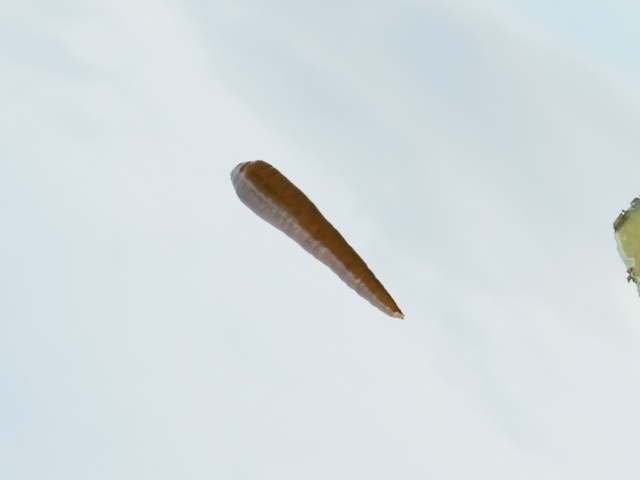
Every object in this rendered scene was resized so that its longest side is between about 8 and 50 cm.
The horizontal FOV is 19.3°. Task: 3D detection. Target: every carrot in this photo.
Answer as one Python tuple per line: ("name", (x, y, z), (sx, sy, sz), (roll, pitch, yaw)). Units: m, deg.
("carrot", (0.000, 0.000, 1.759), (0.216, 0.048, 0.048), (42, -155, 12))

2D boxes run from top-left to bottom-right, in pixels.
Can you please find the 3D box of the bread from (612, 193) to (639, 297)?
("bread", (0.373, -0.008, 1.671), (0.178, 0.240, 0.135), (56, -164, 14))
